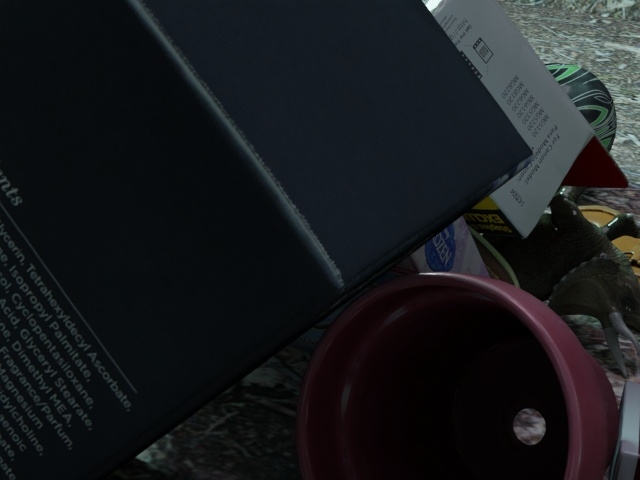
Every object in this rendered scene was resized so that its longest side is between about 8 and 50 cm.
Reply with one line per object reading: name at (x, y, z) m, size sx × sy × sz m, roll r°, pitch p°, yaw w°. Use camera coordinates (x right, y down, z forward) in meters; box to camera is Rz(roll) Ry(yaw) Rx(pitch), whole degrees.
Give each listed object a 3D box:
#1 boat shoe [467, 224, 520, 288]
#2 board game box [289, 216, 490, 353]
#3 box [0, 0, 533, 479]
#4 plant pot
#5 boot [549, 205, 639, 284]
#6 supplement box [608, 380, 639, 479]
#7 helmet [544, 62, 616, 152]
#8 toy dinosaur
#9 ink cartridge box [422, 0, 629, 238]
boat shoe at (0.047, 0.002, 1.256) m, size 0.257 × 0.095 × 0.095 m, roll 31°, pitch 14°, yaw 11°
board game box at (-0.022, 0.006, 1.156) m, size 0.319 × 0.066 × 0.318 m, roll 18°, pitch -21°, yaw 26°
box at (-0.122, 0.007, 0.865) m, size 0.212 × 0.395 × 0.293 m, roll 53°, pitch 29°, yaw 3°
plant pot at (0.110, 0.124, 0.997) m, size 0.201 × 0.201 × 0.180 m, roll 18°, pitch 6°, yaw 29°
boot at (0.286, 0.028, 1.501) m, size 0.197 × 0.073 × 0.152 m, roll 6°, pitch 26°, yaw 25°
supplement box at (0.331, 0.179, 1.073) m, size 0.239 × 0.073 × 0.130 m, roll 10°, pitch 20°, yaw 10°
helmet at (0.288, -0.144, 1.854) m, size 0.162 × 0.169 × 0.169 m, roll -8°, pitch 19°, yaw 4°
toy dinosaur at (0.201, 0.012, 1.425) m, size 0.313 × 0.121 × 0.160 m, roll 8°, pitch 47°, yaw 45°
ink cartridge box at (0.080, -0.098, 1.353) m, size 0.130 × 0.272 × 0.309 m, roll -54°, pitch 29°, yaw -19°
